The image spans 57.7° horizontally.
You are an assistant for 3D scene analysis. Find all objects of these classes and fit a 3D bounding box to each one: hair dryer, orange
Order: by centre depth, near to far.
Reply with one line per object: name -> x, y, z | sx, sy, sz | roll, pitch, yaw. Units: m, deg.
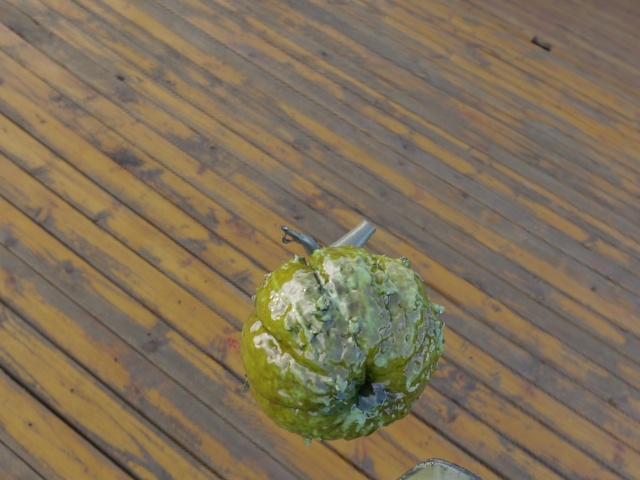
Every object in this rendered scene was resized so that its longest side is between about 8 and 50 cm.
orange -> 0.039, 0.160, 0.835 | 0.301, 0.300, 0.223 | 16, 15, -25
hair dryer -> 0.017, -0.007, 1.014 | 0.167, 0.199, 0.067 | -38, 50, -14

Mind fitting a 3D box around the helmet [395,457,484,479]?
helmet -> 0.182, 0.511, 0.973 | 0.204, 0.257, 0.137 | 30, 30, 9
